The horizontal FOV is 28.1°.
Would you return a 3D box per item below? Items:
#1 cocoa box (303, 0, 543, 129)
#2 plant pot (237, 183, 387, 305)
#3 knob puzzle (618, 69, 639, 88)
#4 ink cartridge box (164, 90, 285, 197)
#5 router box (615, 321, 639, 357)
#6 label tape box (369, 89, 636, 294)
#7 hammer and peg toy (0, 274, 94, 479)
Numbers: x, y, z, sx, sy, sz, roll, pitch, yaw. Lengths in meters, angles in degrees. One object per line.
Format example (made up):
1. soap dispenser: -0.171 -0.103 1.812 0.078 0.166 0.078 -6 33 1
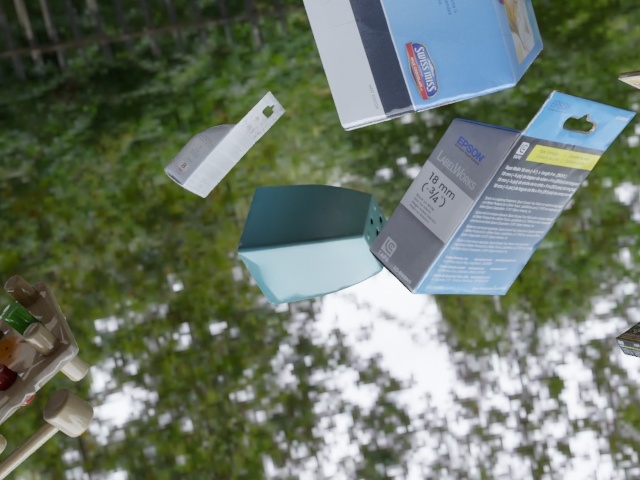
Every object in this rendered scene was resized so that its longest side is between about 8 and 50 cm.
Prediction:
1. cocoa box: 0.109 -0.347 1.555 0.228 0.347 0.231 -12 -164 22
2. plant pot: 0.000 0.000 2.363 0.234 0.165 0.165 -6 -133 23
3. knob puzzle: 0.543 -0.195 1.831 0.213 0.030 0.213 21 179 0
4. ink cartridge box: -0.175 -0.187 2.361 0.232 0.066 0.189 -51 171 1
5. router box: 0.588 0.168 2.247 0.092 0.038 0.122 -32 -173 -10
6. label tape box: 0.250 -0.082 1.756 0.241 0.333 0.106 4 -145 -51
7. hammer and peg toy: -0.512 0.230 2.079 0.266 0.127 0.361 -42 -147 0
